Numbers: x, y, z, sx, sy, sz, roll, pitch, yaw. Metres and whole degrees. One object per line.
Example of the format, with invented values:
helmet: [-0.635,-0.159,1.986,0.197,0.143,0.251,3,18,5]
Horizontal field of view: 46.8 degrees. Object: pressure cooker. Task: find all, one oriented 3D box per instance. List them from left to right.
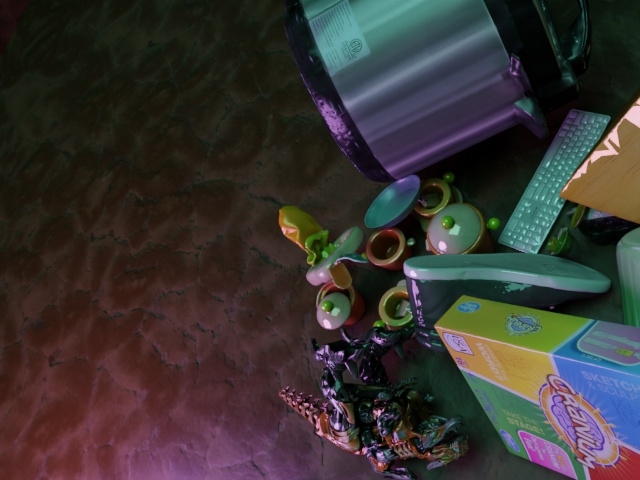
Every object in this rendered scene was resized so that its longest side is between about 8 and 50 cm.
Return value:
pressure cooker: [0.198,-0.321,1.165,0.421,0.369,0.375,-26,27,17]

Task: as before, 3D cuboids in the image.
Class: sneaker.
sneaker: [0.269,0.101,1.091,0.296,0.104,0.146,1,106,3]
sneaker: [0.499,-0.066,1.028,0.272,0.100,0.108,-4,60,32]

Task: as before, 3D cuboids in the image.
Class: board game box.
board game box: [0.305,0.192,0.865,0.064,0.242,0.317,-41,22,-22]

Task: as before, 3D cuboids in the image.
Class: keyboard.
keyboard: [0.372,-0.096,1.178,0.072,0.014,0.256,25,82,39]

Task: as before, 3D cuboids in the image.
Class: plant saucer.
plant saucer: [0.126,-0.060,1.238,0.119,0.021,0.119,-39,22,19]

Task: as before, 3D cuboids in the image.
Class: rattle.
rattle: [0.000,0.000,1.197,0.130,0.199,0.142,-27,97,10]

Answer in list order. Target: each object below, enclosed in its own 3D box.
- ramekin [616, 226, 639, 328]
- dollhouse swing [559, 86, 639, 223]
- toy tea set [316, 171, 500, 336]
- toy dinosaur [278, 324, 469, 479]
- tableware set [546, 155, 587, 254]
ramekin: [0.485,0.046,0.828,0.304,0.303,0.148,-11,95,29]
dollhouse swing: [0.559,-0.144,0.922,0.305,0.315,0.347,38,56,10]
toy tea set: [0.128,0.033,1.200,0.336,0.124,0.200,-48,51,4]
toy dinosaur: [0.063,0.252,1.118,0.322,0.164,0.218,-3,96,18]
tableware set: [0.370,-0.050,1.093,0.024,0.104,0.154,23,88,4]
